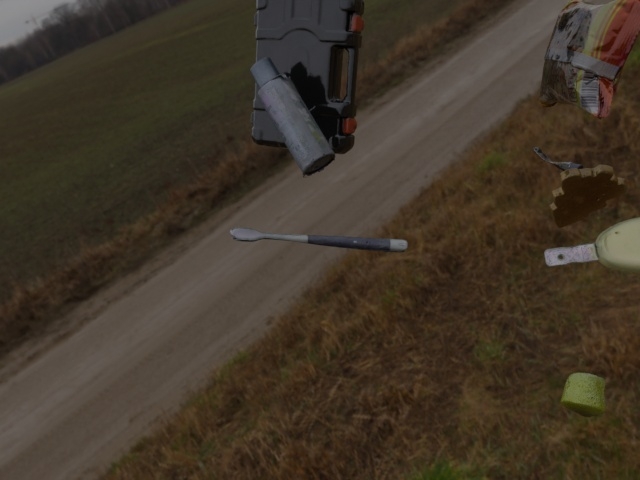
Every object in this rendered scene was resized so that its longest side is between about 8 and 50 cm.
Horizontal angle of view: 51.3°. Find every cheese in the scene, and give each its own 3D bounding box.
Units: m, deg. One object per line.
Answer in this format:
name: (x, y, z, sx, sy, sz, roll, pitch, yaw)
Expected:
cheese: (0.615, 0.019, 1.434, 0.255, 0.050, 0.127, -7, 66, 14)

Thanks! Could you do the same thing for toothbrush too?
toothbrush: (0.000, 0.000, 1.064, 0.287, 0.024, 0.026, 4, 1, -10)

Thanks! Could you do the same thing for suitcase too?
suitcase: (-0.028, -0.310, 1.234, 0.206, 0.286, 0.066, 10, 15, 23)

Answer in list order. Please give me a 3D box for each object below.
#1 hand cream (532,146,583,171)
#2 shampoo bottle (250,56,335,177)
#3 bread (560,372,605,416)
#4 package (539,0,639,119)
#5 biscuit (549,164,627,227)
hand cream: (0.689, -0.229, 1.940, 0.062, 0.039, 0.163, 6, 22, -36)
shampoo bottle: (-0.052, -0.217, 1.149, 0.072, 0.214, 0.072, -29, -10, -6)
bread: (0.775, 0.456, 1.971, 0.129, 0.111, 0.114, 134, 158, -67)
package: (0.484, -0.348, 1.229, 0.108, 0.224, 0.288, 11, 15, -11)
biscuit: (0.727, -0.124, 1.866, 0.212, 0.239, 0.041, 7, 49, -18)
